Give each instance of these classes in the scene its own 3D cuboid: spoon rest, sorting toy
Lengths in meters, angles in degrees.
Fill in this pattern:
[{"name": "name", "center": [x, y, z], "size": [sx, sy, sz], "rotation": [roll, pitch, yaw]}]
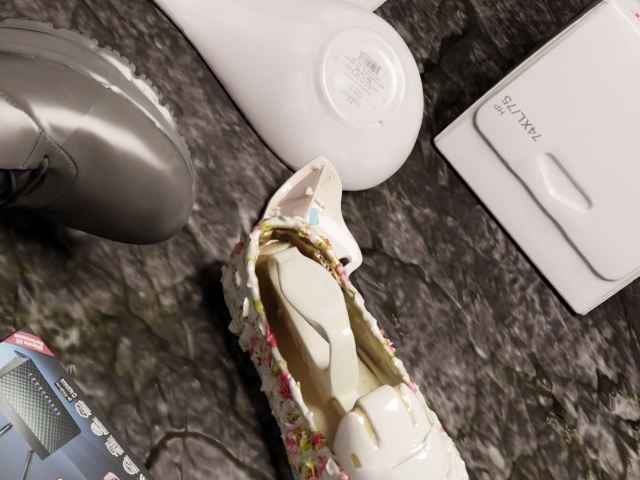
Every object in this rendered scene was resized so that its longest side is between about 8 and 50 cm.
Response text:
[{"name": "spoon rest", "center": [-0.035, -0.146, 0.937], "size": [0.276, 0.084, 0.137], "rotation": [41, 65, -23]}, {"name": "sorting toy", "center": [0.000, 0.000, 0.877], "size": [0.075, 0.045, 0.083], "rotation": [50, 28, -18]}]

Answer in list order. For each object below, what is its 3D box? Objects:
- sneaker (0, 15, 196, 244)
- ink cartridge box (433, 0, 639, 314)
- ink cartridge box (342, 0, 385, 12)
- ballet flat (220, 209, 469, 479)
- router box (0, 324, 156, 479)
[{"name": "sneaker", "center": [-0.191, -0.056, 0.629], "size": [0.286, 0.109, 0.130], "rotation": [26, 43, -22]}, {"name": "ink cartridge box", "center": [0.265, -0.104, 1.196], "size": [0.198, 0.197, 0.270], "rotation": [50, 30, -2]}, {"name": "ink cartridge box", "center": [-0.075, -0.284, 1.010], "size": [0.273, 0.114, 0.197], "rotation": [34, 33, -27]}, {"name": "ballet flat", "center": [0.013, 0.083, 0.737], "size": [0.091, 0.077, 0.241], "rotation": [-24, 62, -21]}, {"name": "router box", "center": [-0.125, 0.107, 0.585], "size": [0.122, 0.038, 0.092], "rotation": [50, 30, -2]}]
